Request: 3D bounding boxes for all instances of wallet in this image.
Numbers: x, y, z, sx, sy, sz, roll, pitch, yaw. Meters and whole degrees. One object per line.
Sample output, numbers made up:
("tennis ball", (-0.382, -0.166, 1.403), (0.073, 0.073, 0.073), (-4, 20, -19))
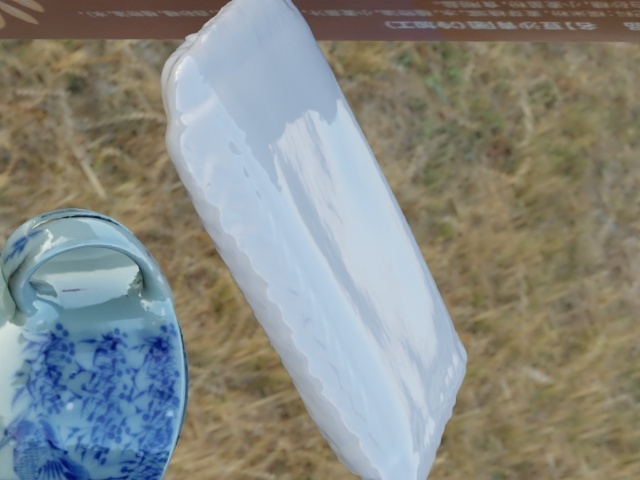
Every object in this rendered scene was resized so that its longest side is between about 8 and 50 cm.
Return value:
("wallet", (0.000, 0.000, 0.579), (0.183, 0.032, 0.124), (61, 27, -16))

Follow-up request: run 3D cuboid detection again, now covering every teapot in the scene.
("teapot", (-0.157, 0.070, 0.796), (0.159, 0.232, 0.159), (28, 33, -20))

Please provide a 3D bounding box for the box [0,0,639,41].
("box", (-0.005, -0.268, 0.691), (0.122, 0.385, 0.344), (31, 65, -63))
